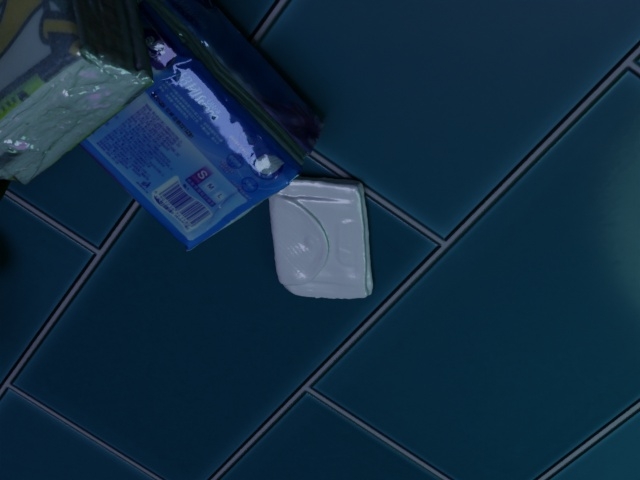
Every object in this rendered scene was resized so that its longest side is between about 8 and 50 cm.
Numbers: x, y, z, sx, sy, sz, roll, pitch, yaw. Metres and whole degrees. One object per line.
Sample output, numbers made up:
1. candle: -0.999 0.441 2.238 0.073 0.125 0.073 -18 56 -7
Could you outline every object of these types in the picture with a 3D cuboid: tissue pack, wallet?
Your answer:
1. tissue pack: -0.306 -0.245 1.381 0.228 0.310 0.128 -31 152 31
2. wallet: 0.000 0.000 1.647 0.124 0.032 0.183 4 126 12
3. tissue pack: -0.158 -0.149 1.507 0.198 0.146 0.263 -32 110 32

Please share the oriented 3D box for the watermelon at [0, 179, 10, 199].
1. watermelon: -0.529 -0.134 1.519 0.363 0.363 0.363 9 128 11
